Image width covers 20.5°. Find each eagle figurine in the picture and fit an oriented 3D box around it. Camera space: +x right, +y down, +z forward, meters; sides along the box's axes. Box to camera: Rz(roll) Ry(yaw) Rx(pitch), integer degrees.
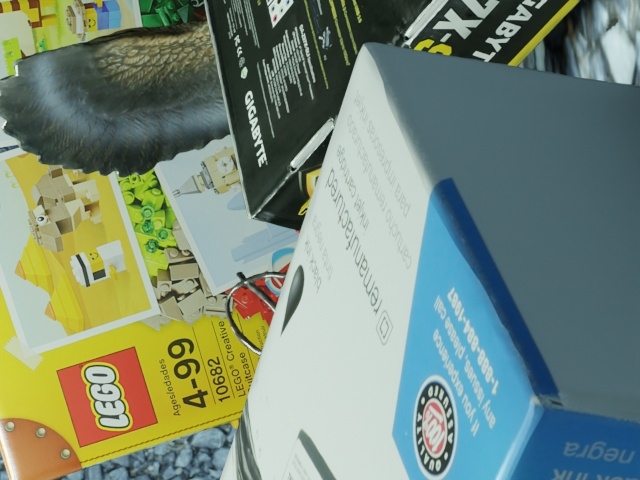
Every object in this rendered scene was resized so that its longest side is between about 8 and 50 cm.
[{"bbox_3d":[-0.077,-0.175,1.332,0.226,0.298,0.225,-67,-27,-49],"label":"eagle figurine"}]

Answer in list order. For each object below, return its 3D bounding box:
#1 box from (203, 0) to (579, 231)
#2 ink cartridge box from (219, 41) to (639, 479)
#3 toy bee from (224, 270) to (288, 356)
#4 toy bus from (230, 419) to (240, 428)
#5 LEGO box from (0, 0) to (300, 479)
[{"bbox_3d":[0.025,-0.201,1.054,0.257,0.079,0.322,-46,44,38],"label":"box"},{"bbox_3d":[0.066,0.151,0.842,0.285,0.166,0.395,-111,33,-54],"label":"ink cartridge box"},{"bbox_3d":[0.064,-0.029,1.158,0.298,0.162,0.195,2,119,50],"label":"toy bee"},{"bbox_3d":[-0.088,0.132,2.287,0.333,0.130,0.108,-125,29,-71],"label":"toy bus"},{"bbox_3d":[-0.157,-0.094,1.504,0.193,0.372,0.500,-167,60,-81],"label":"LEGO box"}]
